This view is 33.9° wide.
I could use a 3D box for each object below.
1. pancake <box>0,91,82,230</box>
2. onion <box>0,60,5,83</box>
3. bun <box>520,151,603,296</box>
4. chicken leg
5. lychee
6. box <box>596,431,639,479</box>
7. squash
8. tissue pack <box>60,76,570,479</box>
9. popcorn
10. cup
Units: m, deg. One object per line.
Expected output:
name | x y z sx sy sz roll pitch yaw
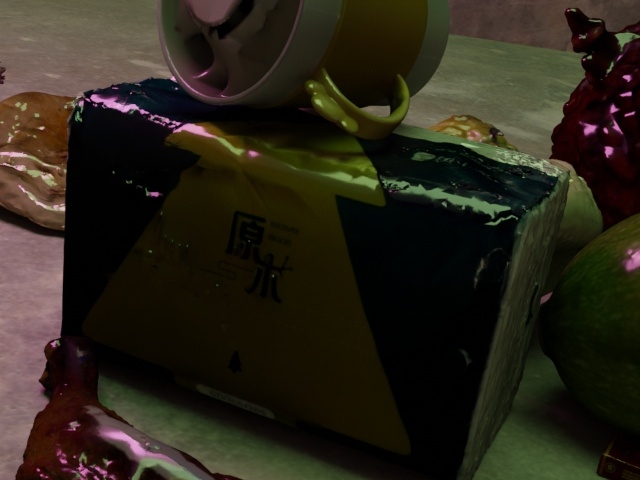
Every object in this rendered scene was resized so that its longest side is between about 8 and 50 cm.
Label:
pancake | -0.293 -0.109 1.407 0.387 0.082 0.387 10 26 -5
onion | -0.633 -0.241 1.542 0.280 0.146 0.314 37 23 25
bun | 0.188 -0.015 1.171 0.259 0.259 0.160 -4 59 -33
chicken leg | -0.141 0.164 0.762 0.158 0.096 0.407 -1 21 -38
lychee | 0.476 -0.108 1.299 0.500 0.424 0.424 44 23 -2
box | 0.297 0.207 0.950 0.082 0.023 0.051 19 21 22
squash | 0.370 0.064 0.980 0.309 0.310 0.310 8 21 -2
tissue pack | -0.012 0.013 0.969 0.416 0.264 0.253 18 23 19
popcorn | 0.211 -0.112 1.570 0.173 0.142 0.173 -3 18 1
cup | 0.003 -0.179 0.911 0.226 0.185 0.241 0 53 -47
